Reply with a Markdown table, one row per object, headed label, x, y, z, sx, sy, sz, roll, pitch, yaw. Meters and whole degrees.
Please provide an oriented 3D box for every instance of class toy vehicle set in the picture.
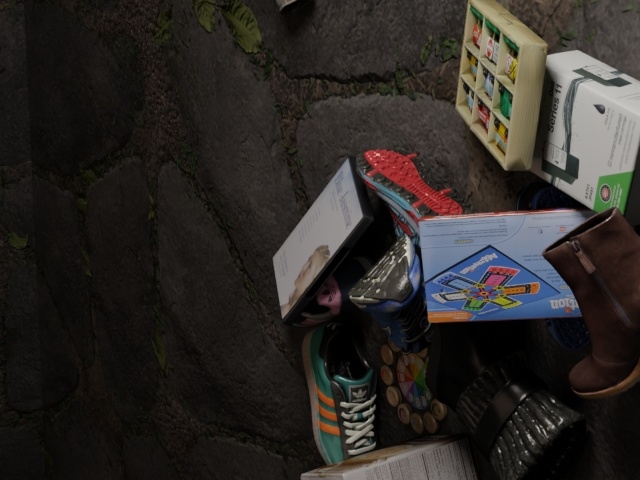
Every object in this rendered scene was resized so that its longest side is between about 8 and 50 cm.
| label | x | y | z | sx | sy | sz | roll | pitch | yaw |
| --- | --- | --- | --- | --- | --- | --- | --- | --- | --- |
| toy vehicle set | 0.236 | -0.214 | 1.702 | 0.267 | 0.035 | 0.166 | -110 | 23 | -66 |

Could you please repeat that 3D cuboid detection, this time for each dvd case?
| label | x | y | z | sx | sy | sz | roll | pitch | yaw |
| --- | --- | --- | --- | --- | --- | --- | --- | --- | --- |
| dvd case | 0.000 | 0.000 | 2.144 | 0.253 | 0.022 | 0.180 | -52 | 27 | 26 |

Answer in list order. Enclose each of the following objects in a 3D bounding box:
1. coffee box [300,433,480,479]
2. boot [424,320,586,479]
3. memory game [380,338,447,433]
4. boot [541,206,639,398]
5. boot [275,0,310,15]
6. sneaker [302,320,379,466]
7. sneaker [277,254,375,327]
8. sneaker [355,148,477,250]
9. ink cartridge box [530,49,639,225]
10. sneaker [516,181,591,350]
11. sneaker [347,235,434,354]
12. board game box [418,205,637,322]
| label | x | y | z | sx | sy | sz | roll | pitch | yaw |
| --- | --- | --- | --- | --- | --- | --- | --- | --- | --- |
| coffee box | 0.113 | 0.385 | 2.038 | 0.141 | 0.247 | 0.098 | -16 | 86 | 59 |
| boot | 0.268 | 0.177 | 1.812 | 0.260 | 0.131 | 0.348 | -127 | 27 | -45 |
| memory game | 0.154 | 0.235 | 2.144 | 0.186 | 0.012 | 0.186 | 30 | 126 | 51 |
| boot | 0.352 | 0.080 | 1.606 | 0.207 | 0.090 | 0.248 | 43 | 133 | -7 |
| boot | -0.057 | -0.504 | 2.149 | 0.189 | 0.076 | 0.208 | 138 | 122 | -72 |
| sneaker | 0.048 | 0.289 | 2.247 | 0.121 | 0.108 | 0.302 | -31 | 73 | 63 |
| sneaker | -0.023 | 0.097 | 2.267 | 0.319 | 0.131 | 0.112 | -30 | 77 | 59 |
| sneaker | 0.132 | -0.044 | 1.986 | 0.262 | 0.104 | 0.125 | 47 | 140 | 40 |
| ink cartridge box | 0.348 | -0.131 | 1.608 | 0.208 | 0.087 | 0.153 | 40 | 133 | 47 |
| sneaker | 0.319 | 0.032 | 1.742 | 0.090 | 0.081 | 0.232 | -152 | 50 | -75 |
| sneaker | 0.133 | 0.089 | 1.953 | 0.147 | 0.130 | 0.330 | 43 | 178 | 5 |
| board game box | 0.274 | 0.032 | 1.681 | 0.281 | 0.027 | 0.145 | -3 | 100 | 17 |
